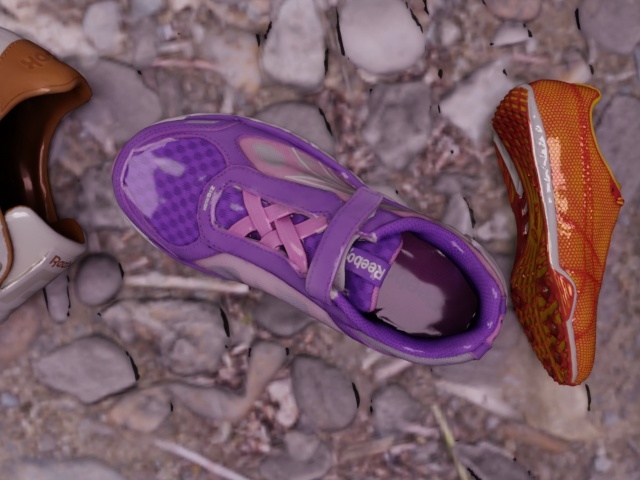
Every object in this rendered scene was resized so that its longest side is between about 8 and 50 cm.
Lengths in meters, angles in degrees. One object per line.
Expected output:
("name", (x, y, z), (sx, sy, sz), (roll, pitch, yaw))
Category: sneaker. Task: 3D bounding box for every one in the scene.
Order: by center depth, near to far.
("sneaker", (-0.198, 0.030, 0.363), (0.123, 0.106, 0.290), (17, 92, -1))
("sneaker", (0.000, 0.000, 0.371), (0.236, 0.104, 0.095), (25, 94, -3))
("sneaker", (0.143, -0.003, 0.398), (0.067, 0.064, 0.175), (-7, 97, -12))
